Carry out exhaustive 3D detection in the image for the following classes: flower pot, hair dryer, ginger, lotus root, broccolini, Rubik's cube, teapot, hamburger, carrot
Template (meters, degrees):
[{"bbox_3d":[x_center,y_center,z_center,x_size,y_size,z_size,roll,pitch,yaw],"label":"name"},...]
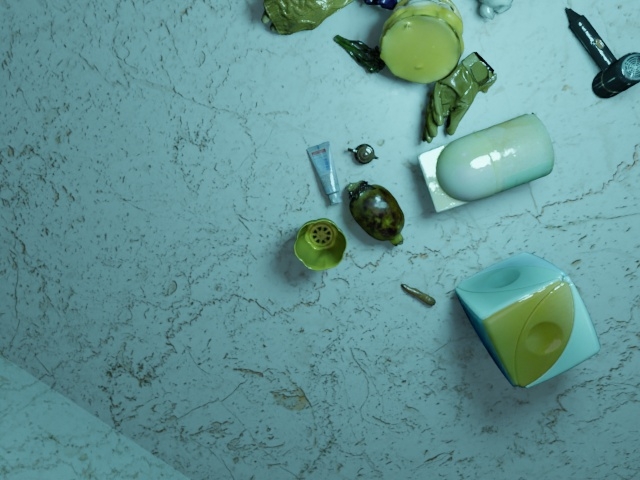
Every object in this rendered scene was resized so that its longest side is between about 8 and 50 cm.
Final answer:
[{"bbox_3d":[0.000,0.000,1.649,0.196,0.179,0.194,0,104,0],"label":"flower pot"},{"bbox_3d":[0.943,-0.658,1.472,0.107,0.189,0.352,-36,88,8],"label":"hair dryer"},{"bbox_3d":[0.568,-0.558,1.562,0.137,0.044,0.057,-15,86,4],"label":"ginger"},{"bbox_3d":[0.220,-0.100,1.637,0.169,0.141,0.314,-39,102,15],"label":"lotus root"},{"bbox_3d":[0.138,-0.661,1.531,0.203,0.068,0.091,23,123,-4],"label":"broccolini"},{"bbox_3d":[0.755,0.284,1.622,0.348,0.351,0.351,-30,100,8],"label":"Rubik's cube"},{"bbox_3d":[0.158,-0.324,1.617,0.121,0.068,0.076,18,105,-4],"label":"teapot"},{"bbox_3d":[0.338,-0.687,1.431,0.277,0.276,0.236,17,61,-3],"label":"hamburger"},{"bbox_3d":[0.401,0.219,1.776,0.165,0.035,0.035,30,103,-4],"label":"carrot"}]

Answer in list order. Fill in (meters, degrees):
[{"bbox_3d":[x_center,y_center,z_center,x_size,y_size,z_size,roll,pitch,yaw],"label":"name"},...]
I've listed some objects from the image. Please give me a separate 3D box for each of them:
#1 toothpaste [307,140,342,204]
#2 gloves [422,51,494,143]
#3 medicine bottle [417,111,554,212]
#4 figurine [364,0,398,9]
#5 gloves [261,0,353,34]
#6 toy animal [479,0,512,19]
[{"bbox_3d":[0.026,-0.252,1.651,0.090,0.057,0.233,-17,97,4],"label":"toothpaste"},{"bbox_3d":[0.455,-0.490,1.518,0.141,0.154,0.331,51,118,23],"label":"gloves"},{"bbox_3d":[0.569,-0.268,1.537,0.407,0.235,0.235,-19,104,6],"label":"medicine bottle"},{"bbox_3d":[0.230,-0.962,1.378,0.154,0.193,0.420,27,100,39],"label":"figurine"},{"bbox_3d":[-0.040,-0.819,1.446,0.357,0.155,0.203,-25,99,11],"label":"gloves"},{"bbox_3d":[0.607,-0.893,1.377,0.154,0.208,0.325,23,146,11],"label":"toy animal"}]
